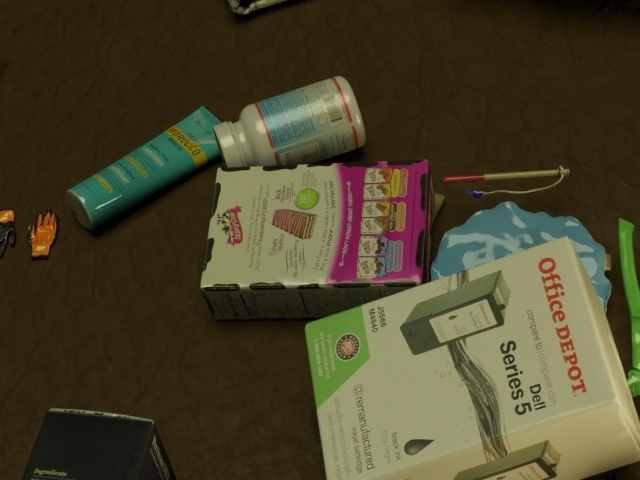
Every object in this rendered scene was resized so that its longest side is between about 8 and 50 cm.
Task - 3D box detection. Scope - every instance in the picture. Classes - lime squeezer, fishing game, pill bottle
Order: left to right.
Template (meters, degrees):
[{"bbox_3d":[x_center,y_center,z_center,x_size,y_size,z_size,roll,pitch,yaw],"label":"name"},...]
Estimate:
[{"bbox_3d":[-0.036,-0.123,1.700,0.160,0.087,0.087,-18,50,-5],"label":"pill bottle"},{"bbox_3d":[0.207,0.044,1.551,0.189,0.041,0.264,-5,61,4],"label":"fishing game"},{"bbox_3d":[0.263,0.117,1.455,0.110,0.059,0.310,33,71,11],"label":"lime squeezer"}]

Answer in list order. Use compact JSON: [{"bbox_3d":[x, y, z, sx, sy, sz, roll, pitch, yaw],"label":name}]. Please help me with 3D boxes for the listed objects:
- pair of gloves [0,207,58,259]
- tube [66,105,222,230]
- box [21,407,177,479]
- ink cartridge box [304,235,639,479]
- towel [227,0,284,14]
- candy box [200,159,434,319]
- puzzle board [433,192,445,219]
[{"bbox_3d":[-0.340,-0.008,1.709,0.083,0.010,0.074,-2,51,10],"label":"pair of gloves"},{"bbox_3d":[-0.192,-0.084,1.727,0.207,0.052,0.080,-34,62,-25],"label":"tube"},{"bbox_3d":[-0.210,0.279,1.358,0.108,0.153,0.207,5,53,13],"label":"box"},{"bbox_3d":[0.139,0.138,1.398,0.272,0.115,0.198,-20,48,12],"label":"ink cartridge box"},{"bbox_3d":[-0.008,-0.439,1.990,0.324,0.056,0.312,-21,48,-5],"label":"towel"},{"bbox_3d":[0.000,0.000,1.593,0.233,0.071,0.159,-1,56,11],"label":"candy box"},{"bbox_3d":[0.060,-0.028,1.655,0.128,0.011,0.096,17,57,23],"label":"puzzle board"}]
